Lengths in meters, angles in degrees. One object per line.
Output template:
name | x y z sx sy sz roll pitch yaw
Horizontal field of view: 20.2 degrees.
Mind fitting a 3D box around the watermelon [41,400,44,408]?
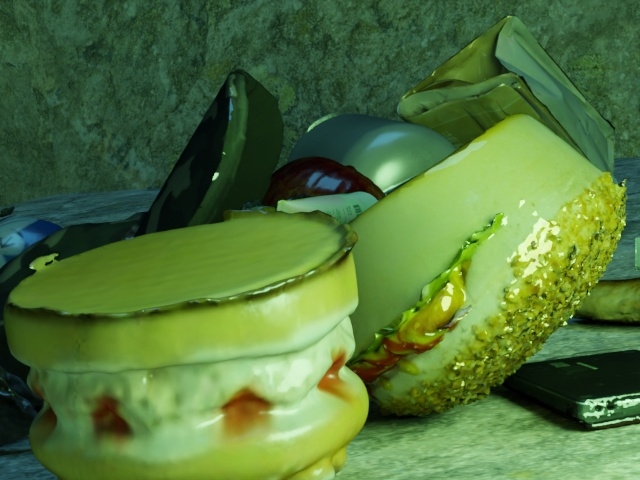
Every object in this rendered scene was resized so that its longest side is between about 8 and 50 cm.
watermelon | -0.192 0.122 1.534 0.101 0.155 0.080 -26 -7 10

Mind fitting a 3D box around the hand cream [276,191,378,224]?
hand cream | -0.001 -0.010 1.549 0.047 0.076 0.174 16 16 24

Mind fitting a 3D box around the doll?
doll | -0.359 0.050 2.105 0.215 0.161 0.257 -39 8 -22

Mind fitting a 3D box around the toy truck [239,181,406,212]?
toy truck | 0.045 0.036 1.761 0.367 0.175 0.146 -12 10 -40

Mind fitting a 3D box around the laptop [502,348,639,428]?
laptop | 0.248 0.118 1.500 0.153 0.026 0.207 -8 6 -12

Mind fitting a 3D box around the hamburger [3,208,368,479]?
hamburger | -0.090 0.092 1.344 0.261 0.186 0.303 -7 16 4

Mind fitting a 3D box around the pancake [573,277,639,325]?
pancake | 0.408 0.046 1.854 0.266 0.057 0.244 -1 7 44

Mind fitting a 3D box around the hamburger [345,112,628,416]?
hamburger | 0.125 0.030 1.505 0.294 0.179 0.276 -33 -8 -29

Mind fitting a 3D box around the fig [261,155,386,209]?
fig | 0.001 0.000 2.140 0.205 0.205 0.205 -6 6 1

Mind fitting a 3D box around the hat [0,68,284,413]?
hat | -0.202 -0.001 1.768 0.257 0.382 0.366 13 6 5

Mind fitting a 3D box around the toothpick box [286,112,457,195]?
toothpick box | 0.076 -0.062 2.494 0.229 0.229 0.316 -8 9 -16

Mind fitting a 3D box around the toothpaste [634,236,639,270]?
toothpaste | 0.376 0.014 1.826 0.046 0.034 0.164 -2 -2 40

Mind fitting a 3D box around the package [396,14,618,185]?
package | 0.294 -0.133 2.567 0.221 0.311 0.165 -38 36 11

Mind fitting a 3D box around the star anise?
star anise | -0.331 0.145 1.538 0.231 0.089 0.209 -5 6 43
